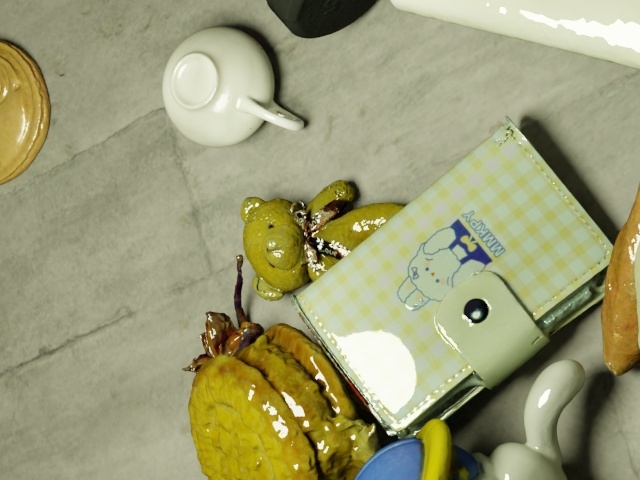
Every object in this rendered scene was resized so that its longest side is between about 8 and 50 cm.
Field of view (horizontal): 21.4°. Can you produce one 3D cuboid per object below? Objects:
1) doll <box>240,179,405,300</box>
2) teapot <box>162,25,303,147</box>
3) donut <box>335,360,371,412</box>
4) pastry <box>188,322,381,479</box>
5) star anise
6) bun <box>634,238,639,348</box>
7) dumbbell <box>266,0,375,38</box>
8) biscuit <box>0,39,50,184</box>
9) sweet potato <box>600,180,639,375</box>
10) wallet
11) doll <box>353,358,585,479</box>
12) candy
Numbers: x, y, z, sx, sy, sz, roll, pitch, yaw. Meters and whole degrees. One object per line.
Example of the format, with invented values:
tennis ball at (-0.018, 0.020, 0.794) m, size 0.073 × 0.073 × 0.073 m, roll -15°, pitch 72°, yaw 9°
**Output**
doll at (0.000, 0.000, 1.922) m, size 0.209 × 0.097 × 0.137 m, roll -8°, pitch 84°, yaw 28°
teapot at (-0.117, -0.179, 2.015) m, size 0.226 × 0.092 × 0.145 m, roll 31°, pitch 105°, yaw 28°
donut at (0.080, 0.127, 1.884) m, size 0.152 × 0.058 × 0.152 m, roll -4°, pitch 83°, yaw 33°
pastry at (-0.046, 0.223, 1.868) m, size 0.235 × 0.132 × 0.240 m, roll 51°, pitch 152°, yaw 35°
star anise at (-0.102, 0.108, 1.987) m, size 0.097 × 0.070 × 0.190 m, roll 26°, pitch 125°, yaw 33°
bun at (0.467, 0.055, 1.542) m, size 0.360 × 0.211 × 0.359 m, roll 0°, pitch 89°, yaw 23°
dumbbell at (-0.035, -0.350, 1.926) m, size 0.152 × 0.152 × 0.218 m, roll -49°, pitch 63°, yaw 22°
biscuit at (-0.479, -0.184, 2.285) m, size 0.289 × 0.044 × 0.202 m, roll 26°, pitch 102°, yaw 30°
sweet potato at (0.335, 0.021, 1.696) m, size 0.097 × 0.097 × 0.251 m, roll 32°, pitch 118°, yaw 31°
wallet at (0.144, 0.046, 1.798) m, size 0.309 × 0.077 × 0.223 m, roll -39°, pitch 66°, yaw 8°
doll at (0.161, 0.253, 1.721) m, size 0.243 × 0.159 × 0.311 m, roll 23°, pitch 97°, yaw 4°
candy at (0.263, -0.256, 1.690) m, size 0.359 × 0.208 × 0.145 m, roll 20°, pitch 100°, yaw 32°
